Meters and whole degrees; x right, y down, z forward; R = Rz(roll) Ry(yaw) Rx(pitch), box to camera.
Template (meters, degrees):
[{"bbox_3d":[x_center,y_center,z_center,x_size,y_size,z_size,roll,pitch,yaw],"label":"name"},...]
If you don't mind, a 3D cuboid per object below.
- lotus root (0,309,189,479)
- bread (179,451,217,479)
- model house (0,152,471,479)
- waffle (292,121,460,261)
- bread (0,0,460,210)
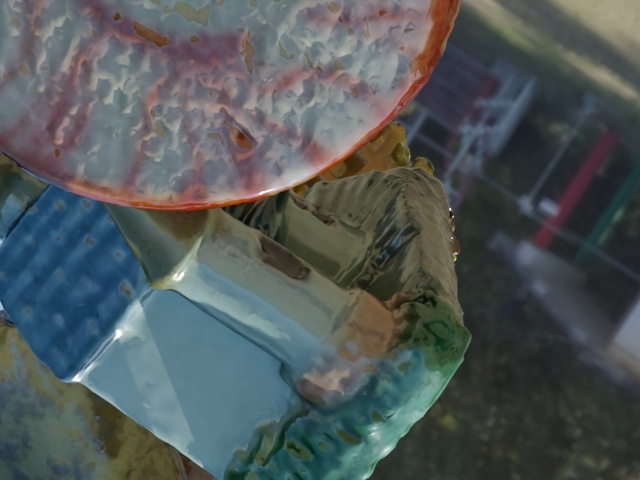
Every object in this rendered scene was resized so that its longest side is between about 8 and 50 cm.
[{"bbox_3d":[-0.180,0.190,1.208,0.173,0.173,0.309,-24,-88,-84],"label":"lotus root"},{"bbox_3d":[-0.099,0.205,1.628,0.229,0.143,0.139,35,-158,29],"label":"bread"},{"bbox_3d":[-0.093,-0.008,0.967,0.325,0.194,0.267,34,-159,-15],"label":"model house"},{"bbox_3d":[0.000,0.000,1.435,0.302,0.324,0.068,1,166,-28],"label":"waffle"},{"bbox_3d":[-0.072,-0.178,0.765,0.295,0.327,0.114,4,-160,-9],"label":"bread"}]
